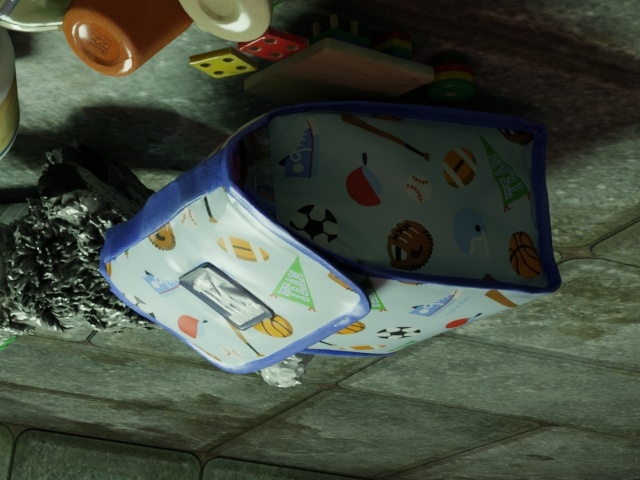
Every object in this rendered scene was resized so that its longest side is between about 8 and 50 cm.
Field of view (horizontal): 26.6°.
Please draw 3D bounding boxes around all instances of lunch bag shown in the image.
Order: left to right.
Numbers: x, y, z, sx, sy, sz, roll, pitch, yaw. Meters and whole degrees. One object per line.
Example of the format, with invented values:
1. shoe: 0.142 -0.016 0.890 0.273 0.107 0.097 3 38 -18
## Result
1. lunch bag: 0.000 0.000 1.410 0.385 0.239 0.328 7 159 -31

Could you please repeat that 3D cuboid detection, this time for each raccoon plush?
1. raccoon plush: -0.270 0.101 1.587 0.446 0.299 0.216 43 -170 12

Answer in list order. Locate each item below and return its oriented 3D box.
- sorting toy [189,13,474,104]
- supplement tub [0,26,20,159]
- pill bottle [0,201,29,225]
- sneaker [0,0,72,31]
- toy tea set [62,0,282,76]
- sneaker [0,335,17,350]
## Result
1. sorting toy: 0.010 -0.171 1.288 0.274 0.046 0.132 9 163 -37
2. supplement tub: -0.368 -0.154 1.314 0.144 0.144 0.200 8 161 -7
3. pill bottle: -0.393 0.027 1.823 0.283 0.161 0.161 -2 160 20
4. sneaker: -0.291 -0.232 1.184 0.192 0.064 0.086 8 166 2
5. toy tea set: -0.115 -0.252 1.070 0.336 0.124 0.200 -8 128 42
6. sneaker: -0.596 0.138 2.065 0.343 0.134 0.146 -27 172 -11
